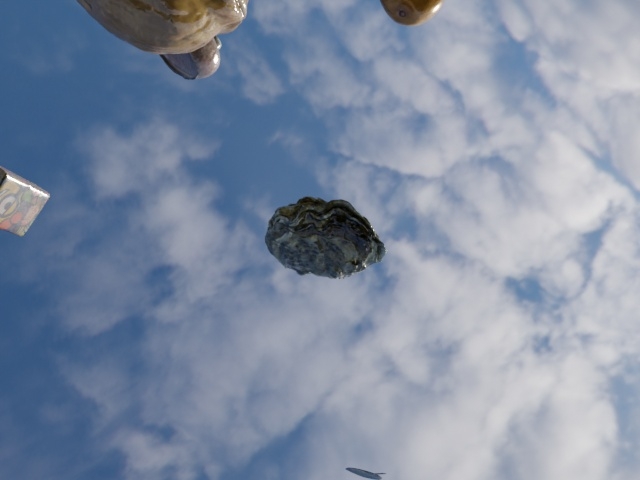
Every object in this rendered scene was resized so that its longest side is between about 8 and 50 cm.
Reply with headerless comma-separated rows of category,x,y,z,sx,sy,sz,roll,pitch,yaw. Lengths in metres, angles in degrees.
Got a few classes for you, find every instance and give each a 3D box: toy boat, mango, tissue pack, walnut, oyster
toy boat,-0.261,-0.391,1.287,0.085,0.155,0.227,-42,-92,-23
mango,0.121,-0.374,0.969,0.102,0.085,0.183,13,-114,-25
tissue pack,-0.350,-0.044,0.801,0.035,0.083,0.063,30,-96,16
walnut,-0.221,-0.416,0.994,0.313,0.252,0.277,46,-131,-6
oyster,0.000,0.000,0.801,0.125,0.177,0.064,46,-123,-23

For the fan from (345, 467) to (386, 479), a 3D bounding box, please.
fan,0.080,0.372,1.140,0.060,0.080,0.003,46,-129,-46
